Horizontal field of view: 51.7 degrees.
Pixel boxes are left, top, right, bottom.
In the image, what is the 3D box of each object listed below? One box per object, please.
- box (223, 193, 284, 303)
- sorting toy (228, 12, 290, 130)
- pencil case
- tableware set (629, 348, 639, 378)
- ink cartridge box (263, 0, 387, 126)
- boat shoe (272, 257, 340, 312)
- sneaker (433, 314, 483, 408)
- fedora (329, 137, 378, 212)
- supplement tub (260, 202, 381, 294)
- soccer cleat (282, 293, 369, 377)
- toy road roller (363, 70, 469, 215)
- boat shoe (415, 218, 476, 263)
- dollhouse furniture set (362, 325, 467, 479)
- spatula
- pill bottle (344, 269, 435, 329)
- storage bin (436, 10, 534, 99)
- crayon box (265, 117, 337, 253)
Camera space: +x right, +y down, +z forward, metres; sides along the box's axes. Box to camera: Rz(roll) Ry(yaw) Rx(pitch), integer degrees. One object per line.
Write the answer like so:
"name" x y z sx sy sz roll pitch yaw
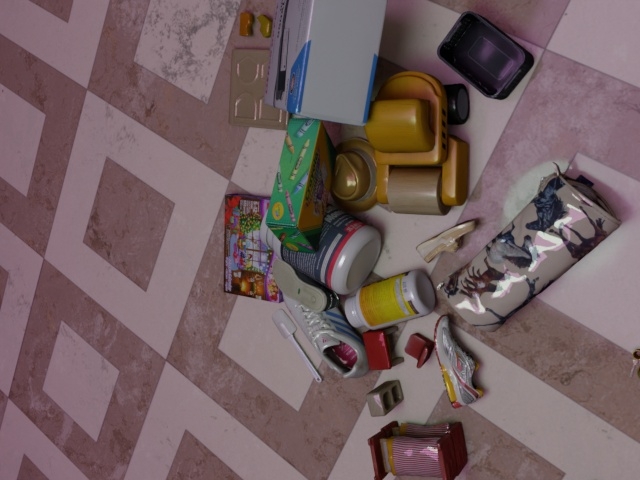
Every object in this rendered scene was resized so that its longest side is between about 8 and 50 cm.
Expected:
"box" -0.183 0.019 1.893 0.201 0.057 0.293 7 101 30
"sorting toy" -0.160 -0.465 1.820 0.229 0.041 0.307 12 104 34
"pencil case" 0.441 0.030 1.452 0.410 0.160 0.183 -49 63 27
"tableware set" 0.735 0.269 1.387 0.154 0.024 0.104 17 106 29
"ink cartridge box" -0.006 -0.430 1.522 0.395 0.166 0.285 -136 53 -69
"boat shoe" -0.045 0.117 1.756 0.233 0.079 0.084 34 118 38
"sneaker" 0.335 0.289 1.613 0.092 0.088 0.225 -17 88 12
"fedora" 0.075 -0.164 1.693 0.194 0.079 0.194 5 99 31
"supplement tub" 0.000 0.000 1.699 0.272 0.191 0.191 29 112 24
"soccer cleat" 0.008 0.227 1.750 0.331 0.143 0.116 46 106 15
"toy road roller" 0.205 -0.217 1.510 0.202 0.240 0.329 4 99 31
"boat shoe" 0.310 0.004 1.590 0.170 0.063 0.059 -32 83 41
"dollhouse furniture set" 0.218 0.406 1.649 0.201 0.152 0.374 -11 92 32
"spatula" -0.026 0.269 1.861 0.168 0.019 0.242 -41 77 24
"pill bottle" 0.170 0.155 1.661 0.215 0.117 0.117 -21 86 32
"storage bin" 0.367 -0.411 1.474 0.180 0.084 0.122 45 117 17
"crayon box" -0.041 -0.129 1.563 0.081 0.165 0.278 5 70 18
